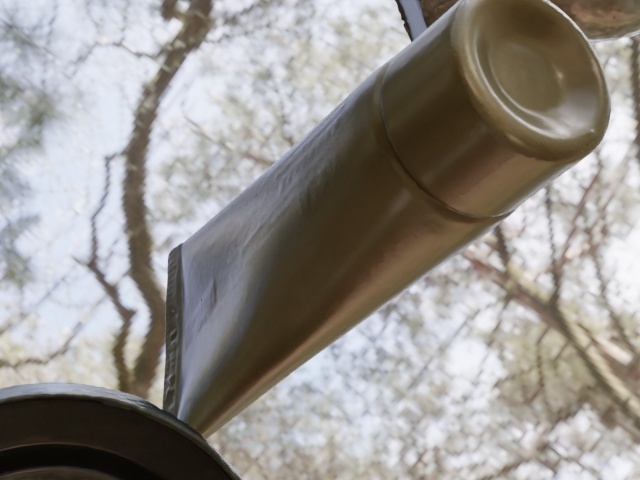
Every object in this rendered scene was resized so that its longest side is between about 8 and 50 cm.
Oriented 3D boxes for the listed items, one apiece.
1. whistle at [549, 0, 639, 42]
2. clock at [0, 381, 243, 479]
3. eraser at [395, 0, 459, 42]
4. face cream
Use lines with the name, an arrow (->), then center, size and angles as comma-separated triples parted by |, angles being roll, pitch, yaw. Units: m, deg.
whistle -> 0.218, -0.209, 1.015 | 0.348, 0.189, 0.189 | 11, -70, -39
clock -> -0.128, 0.177, 0.724 | 0.226, 0.049, 0.226 | -2, -81, -10
eraser -> 0.122, -0.235, 1.354 | 0.111, 0.077, 0.352 | -21, -89, -10
face cream -> 0.000, 0.000, 0.735 | 0.084, 0.137, 0.341 | 14, -31, -28
